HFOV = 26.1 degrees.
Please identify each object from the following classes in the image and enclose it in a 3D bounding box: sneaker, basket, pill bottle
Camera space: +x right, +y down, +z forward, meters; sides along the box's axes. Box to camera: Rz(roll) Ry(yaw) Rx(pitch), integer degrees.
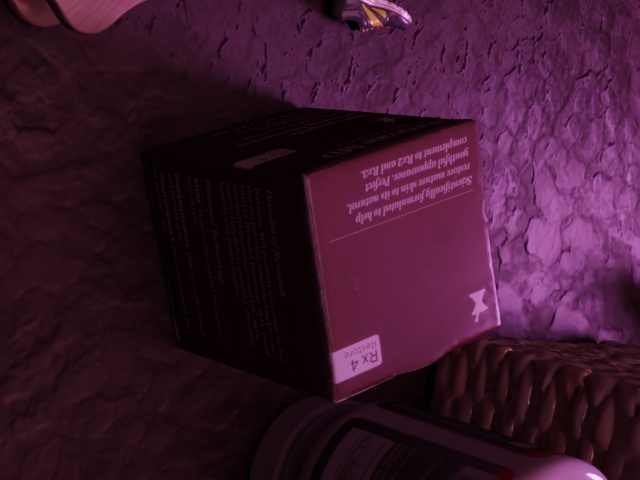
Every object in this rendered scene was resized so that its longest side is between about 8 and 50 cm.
[{"bbox_3d":[0.040,-0.190,1.158,0.083,0.031,0.035,18,99,-35],"label":"sneaker"},{"bbox_3d":[0.267,0.266,1.228,0.266,0.328,0.331,8,93,-35],"label":"basket"},{"bbox_3d":[0.081,0.217,1.089,0.161,0.283,0.161,-7,102,-39],"label":"pill bottle"}]

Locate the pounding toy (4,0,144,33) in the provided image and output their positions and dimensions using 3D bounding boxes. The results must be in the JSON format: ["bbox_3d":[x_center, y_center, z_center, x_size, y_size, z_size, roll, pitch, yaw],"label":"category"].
[{"bbox_3d":[-0.109,-0.252,0.941,0.269,0.155,0.154,-38,123,-28],"label":"pounding toy"}]

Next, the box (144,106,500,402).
[{"bbox_3d":[0.000,0.000,1.041,0.168,0.203,0.167,-19,109,-36],"label":"box"}]
